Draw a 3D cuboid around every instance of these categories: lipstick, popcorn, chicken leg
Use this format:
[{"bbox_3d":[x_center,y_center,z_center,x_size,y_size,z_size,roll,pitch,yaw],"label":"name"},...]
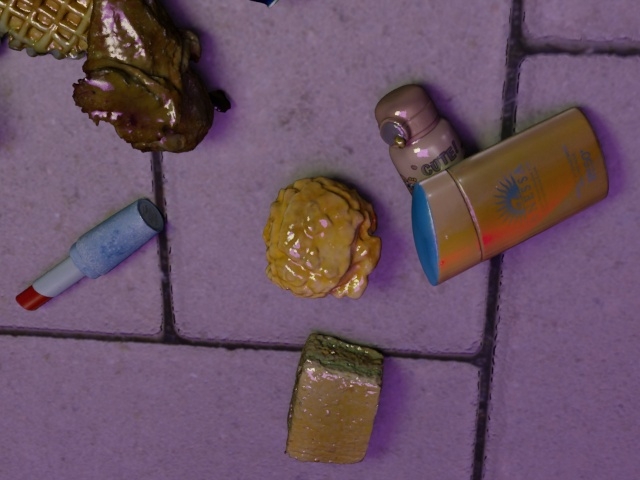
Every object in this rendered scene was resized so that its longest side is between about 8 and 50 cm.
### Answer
[{"bbox_3d":[-0.356,0.031,1.640,0.274,0.061,0.068,-33,111,21],"label":"lipstick"},{"bbox_3d":[0.000,0.000,1.524,0.180,0.180,0.170,-17,150,16],"label":"popcorn"},{"bbox_3d":[-0.251,-0.254,1.375,0.140,0.211,0.361,-2,133,29],"label":"chicken leg"}]

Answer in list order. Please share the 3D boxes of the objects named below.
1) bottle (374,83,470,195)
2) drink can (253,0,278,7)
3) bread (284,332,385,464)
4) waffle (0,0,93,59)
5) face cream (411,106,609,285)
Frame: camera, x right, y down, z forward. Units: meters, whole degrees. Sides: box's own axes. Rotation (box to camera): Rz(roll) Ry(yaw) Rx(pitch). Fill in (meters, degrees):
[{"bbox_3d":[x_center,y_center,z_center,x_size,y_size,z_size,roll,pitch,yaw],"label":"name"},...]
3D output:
[{"bbox_3d":[0.146,-0.109,1.473,0.097,0.110,0.209,-16,117,38],"label":"bottle"},{"bbox_3d":[-0.107,-0.392,1.352,0.205,0.118,0.118,39,116,-13],"label":"drink can"},{"bbox_3d":[0.020,0.252,1.688,0.138,0.102,0.196,12,122,4],"label":"bread"},{"bbox_3d":[-0.365,-0.339,1.448,0.208,0.054,0.214,-5,120,13],"label":"waffle"},{"bbox_3d":[0.244,-0.060,1.435,0.285,0.067,0.139,-26,106,-14],"label":"face cream"}]
